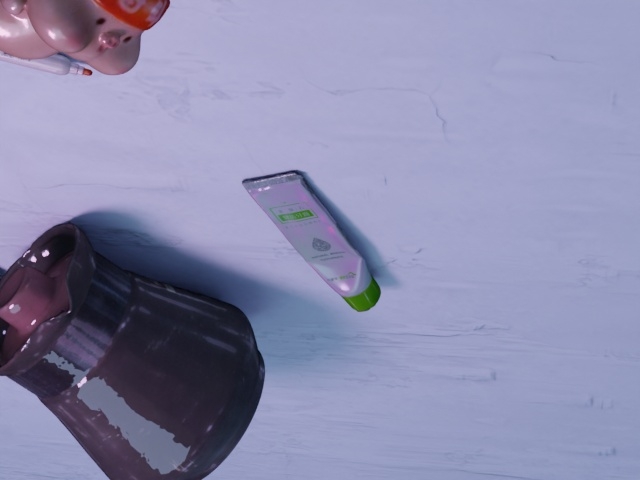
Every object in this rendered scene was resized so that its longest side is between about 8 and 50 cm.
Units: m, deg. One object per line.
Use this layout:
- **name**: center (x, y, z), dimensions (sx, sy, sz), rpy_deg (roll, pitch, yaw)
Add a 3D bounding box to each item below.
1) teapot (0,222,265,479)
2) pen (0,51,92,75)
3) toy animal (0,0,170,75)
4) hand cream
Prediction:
- **teapot**: center (-0.305, 0.156, 2.088), dimensions (0.362, 0.305, 0.376), rpy_deg (39, 163, -27)
- **pen**: center (-0.368, -0.219, 1.686), dimensions (0.218, 0.026, 0.026), rpy_deg (14, 149, -8)
- **toy animal**: center (-0.250, -0.248, 1.484), dimensions (0.198, 0.171, 0.171), rpy_deg (-3, 148, 27)
- **hand cream**: center (0.000, -0.001, 1.943), dimensions (0.079, 0.050, 0.275), rpy_deg (-30, 133, 10)
